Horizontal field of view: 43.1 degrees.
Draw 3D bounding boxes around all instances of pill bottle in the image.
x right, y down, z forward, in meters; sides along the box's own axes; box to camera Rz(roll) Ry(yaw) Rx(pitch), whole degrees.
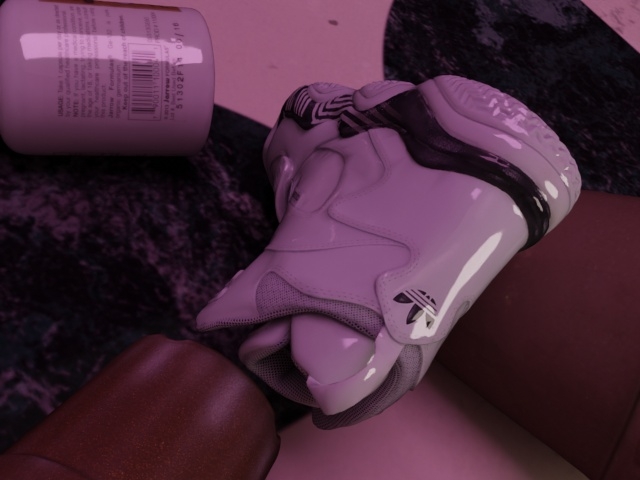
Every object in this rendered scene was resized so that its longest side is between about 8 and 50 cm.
[{"bbox_3d":[-0.214,-0.137,0.683,0.229,0.131,0.131,-2,54,-22],"label":"pill bottle"}]

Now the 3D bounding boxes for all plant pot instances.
[{"bbox_3d":[0.203,0.061,0.630,0.229,0.263,0.263,22,46,21],"label":"plant pot"},{"bbox_3d":[-0.115,0.154,0.481,0.167,0.167,0.165,32,41,6],"label":"plant pot"}]

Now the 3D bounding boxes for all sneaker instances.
[{"bbox_3d":[0.000,0.000,0.581,0.137,0.366,0.210,43,78,-21],"label":"sneaker"}]

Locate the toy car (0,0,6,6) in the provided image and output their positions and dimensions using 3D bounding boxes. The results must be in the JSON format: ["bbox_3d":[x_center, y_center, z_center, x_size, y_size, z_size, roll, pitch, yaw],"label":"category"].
[{"bbox_3d":[-0.363,-0.306,0.755,0.238,0.219,0.210,-5,50,13],"label":"toy car"}]
